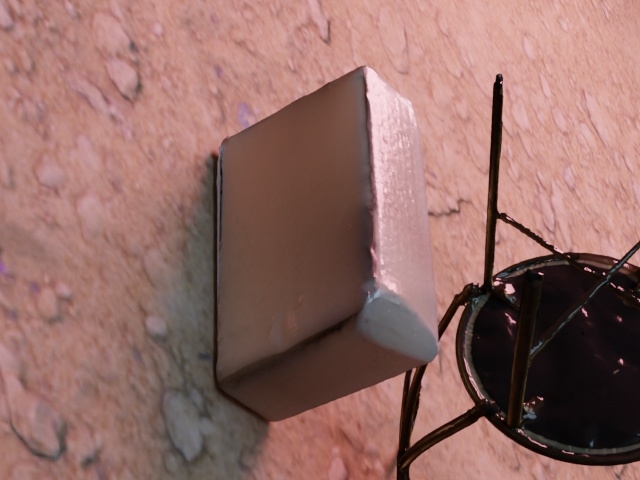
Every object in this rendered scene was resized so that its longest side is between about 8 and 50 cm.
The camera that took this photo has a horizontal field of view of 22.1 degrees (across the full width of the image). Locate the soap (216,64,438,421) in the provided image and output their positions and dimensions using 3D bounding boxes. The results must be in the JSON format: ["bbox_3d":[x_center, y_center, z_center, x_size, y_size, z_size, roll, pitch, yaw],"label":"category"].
[{"bbox_3d":[0.000,0.000,0.951,0.064,0.121,0.183,36,40,-40],"label":"soap"}]

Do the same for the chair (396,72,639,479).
[{"bbox_3d":[0.136,0.063,0.921,0.326,0.170,0.160,95,-7,-51],"label":"chair"}]
